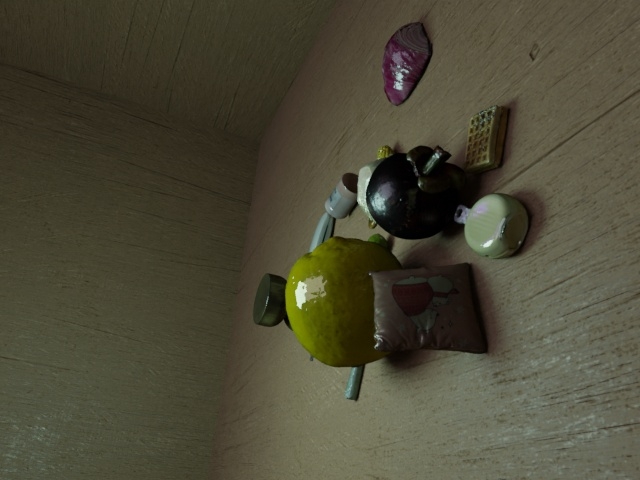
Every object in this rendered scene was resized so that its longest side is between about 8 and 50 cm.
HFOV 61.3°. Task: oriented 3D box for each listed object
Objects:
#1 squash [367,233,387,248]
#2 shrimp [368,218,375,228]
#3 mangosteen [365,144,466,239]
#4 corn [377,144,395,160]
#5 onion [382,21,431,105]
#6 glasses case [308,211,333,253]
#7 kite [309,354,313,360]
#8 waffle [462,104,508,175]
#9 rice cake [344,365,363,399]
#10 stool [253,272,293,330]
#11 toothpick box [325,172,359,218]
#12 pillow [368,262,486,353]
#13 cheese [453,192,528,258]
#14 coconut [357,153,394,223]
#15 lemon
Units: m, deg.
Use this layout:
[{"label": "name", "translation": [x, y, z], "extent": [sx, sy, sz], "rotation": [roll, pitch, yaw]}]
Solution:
[{"label": "squash", "translation": [0.152, 0.077, 1.620], "extent": [0.066, 0.066, 0.201], "rotation": [-139, 63, -70]}, {"label": "shrimp", "translation": [0.177, -0.094, 1.747], "extent": [0.083, 0.023, 0.114], "rotation": [-94, 22, -50]}, {"label": "mangosteen", "translation": [0.231, -0.125, 1.295], "extent": [0.265, 0.228, 0.228], "rotation": [122, 155, -51]}, {"label": "corn", "translation": [0.213, -0.230, 1.676], "extent": [0.206, 0.067, 0.067], "rotation": [-97, 28, -51]}, {"label": "onion", "translation": [0.250, -0.585, 1.785], "extent": [0.250, 0.111, 0.247], "rotation": [-96, 29, -44]}, {"label": "glasses case", "translation": [0.000, 0.000, 2.109], "extent": [0.092, 0.059, 0.233], "rotation": [140, 148, -68]}, {"label": "kite", "translation": [-0.031, 0.410, 1.992], "extent": [0.044, 0.002, 0.078], "rotation": [130, 149, -51]}, {"label": "waffle", "translation": [0.378, -0.229, 1.240], "extent": [0.102, 0.042, 0.148], "rotation": [161, 123, -68]}, {"label": "rice cake", "translation": [0.108, 0.362, 1.577], "extent": [0.033, 0.033, 0.207], "rotation": [176, 108, -69]}, {"label": "stool", "translation": [-0.080, 0.227, 1.863], "extent": [0.179, 0.264, 0.179], "rotation": [-164, 90, -71]}, {"label": "toothpick box", "translation": [0.088, -0.158, 1.931], "extent": [0.149, 0.098, 0.098], "rotation": [125, 153, -47]}, {"label": "pillow", "translation": [0.221, 0.142, 1.159], "extent": [0.084, 0.236, 0.223], "rotation": [82, -171, -49]}, {"label": "cheese", "translation": [0.347, -0.039, 1.151], "extent": [0.137, 0.064, 0.227], "rotation": [-69, 20, 7]}, {"label": "coconut", "translation": [0.190, -0.147, 1.511], "extent": [0.194, 0.194, 0.194], "rotation": [-165, 90, -71]}, {"label": "lemon", "translation": [0.072, 0.158, 1.389], "extent": [0.348, 0.348, 0.348], "rotation": [-165, 90, -71]}]
